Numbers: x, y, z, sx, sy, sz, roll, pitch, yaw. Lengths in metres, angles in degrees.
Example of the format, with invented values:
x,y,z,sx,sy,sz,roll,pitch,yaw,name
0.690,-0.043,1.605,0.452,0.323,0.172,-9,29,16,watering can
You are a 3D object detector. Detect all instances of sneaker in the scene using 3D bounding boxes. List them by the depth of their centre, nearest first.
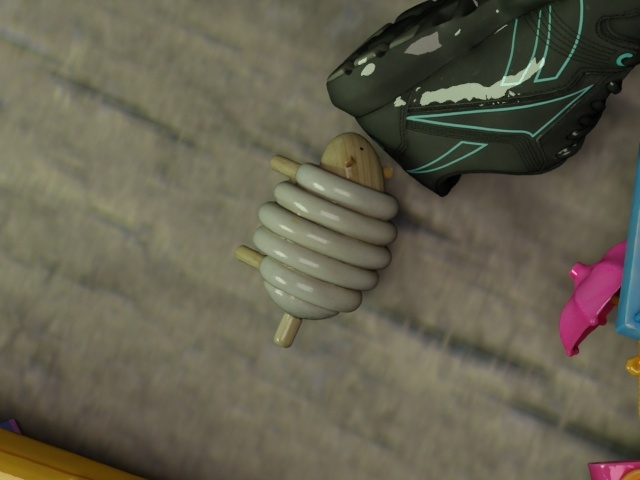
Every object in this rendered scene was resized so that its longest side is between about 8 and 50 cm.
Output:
x,y,z,sx,sy,sz,roll,pitch,yaw,name
0.127,-0.102,0.629,0.267,0.101,0.106,-20,109,45,sneaker

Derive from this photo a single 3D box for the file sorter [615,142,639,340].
x,y,z,sx,sy,sz,roll,pitch,yaw,name
0.255,0.003,0.595,0.170,0.104,0.118,18,63,-7,file sorter

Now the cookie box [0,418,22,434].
x,y,z,sx,sy,sz,roll,pitch,yaw,name
-0.227,0.178,0.758,0.107,0.040,0.092,-27,89,10,cookie box

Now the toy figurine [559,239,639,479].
x,y,z,sx,sy,sz,roll,pitch,yaw,name
0.201,0.074,0.652,0.173,0.130,0.159,-11,80,1,toy figurine

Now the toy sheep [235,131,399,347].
x,y,z,sx,sy,sz,roll,pitch,yaw,name
0.000,0.000,0.694,0.091,0.091,0.132,20,98,9,toy sheep

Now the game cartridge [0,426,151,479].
x,y,z,sx,sy,sz,roll,pitch,yaw,name
-0.211,0.254,0.719,0.323,0.053,0.285,19,102,2,game cartridge
